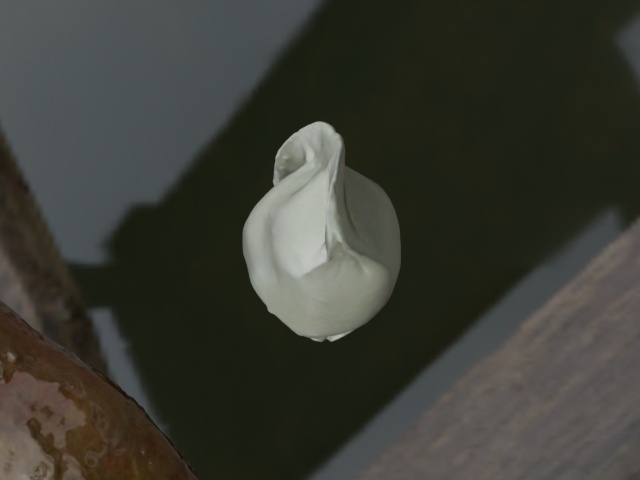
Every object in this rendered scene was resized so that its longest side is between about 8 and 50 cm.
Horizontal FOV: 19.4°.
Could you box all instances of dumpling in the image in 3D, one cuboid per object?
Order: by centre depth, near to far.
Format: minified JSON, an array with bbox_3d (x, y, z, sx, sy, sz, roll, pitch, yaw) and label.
[{"bbox_3d":[0.000,0.000,1.646,0.250,0.132,0.162,104,155,-60],"label":"dumpling"}]

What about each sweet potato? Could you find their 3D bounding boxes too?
[{"bbox_3d":[-0.084,0.121,0.760,0.354,0.095,0.106,37,129,-4],"label":"sweet potato"}]
